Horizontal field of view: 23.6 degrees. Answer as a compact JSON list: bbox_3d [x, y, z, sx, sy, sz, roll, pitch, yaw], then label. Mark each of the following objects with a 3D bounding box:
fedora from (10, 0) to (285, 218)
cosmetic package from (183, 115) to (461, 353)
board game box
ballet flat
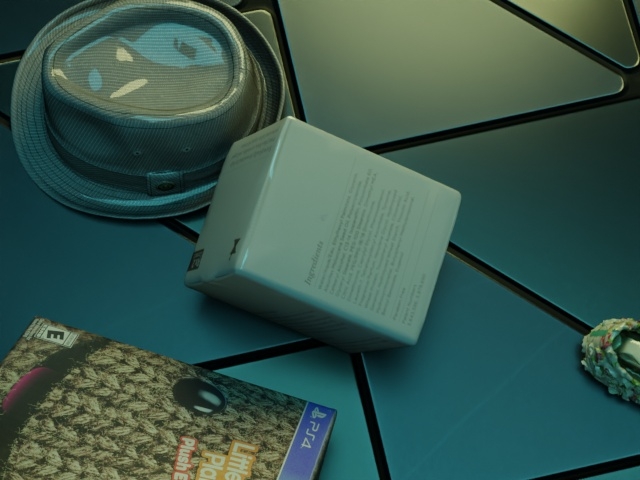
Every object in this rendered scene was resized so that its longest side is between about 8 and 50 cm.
[{"bbox_3d":[-0.173,-0.150,1.474,0.275,0.124,0.244,3,75,1],"label":"fedora"},{"bbox_3d":[0.000,0.000,1.393,0.183,0.151,0.151,24,75,-19],"label":"cosmetic package"},{"bbox_3d":[-0.160,0.219,1.308,0.291,0.232,0.141,17,121,4],"label":"board game box"},{"bbox_3d":[0.356,0.143,1.422,0.241,0.077,0.091,23,76,5],"label":"ballet flat"}]
